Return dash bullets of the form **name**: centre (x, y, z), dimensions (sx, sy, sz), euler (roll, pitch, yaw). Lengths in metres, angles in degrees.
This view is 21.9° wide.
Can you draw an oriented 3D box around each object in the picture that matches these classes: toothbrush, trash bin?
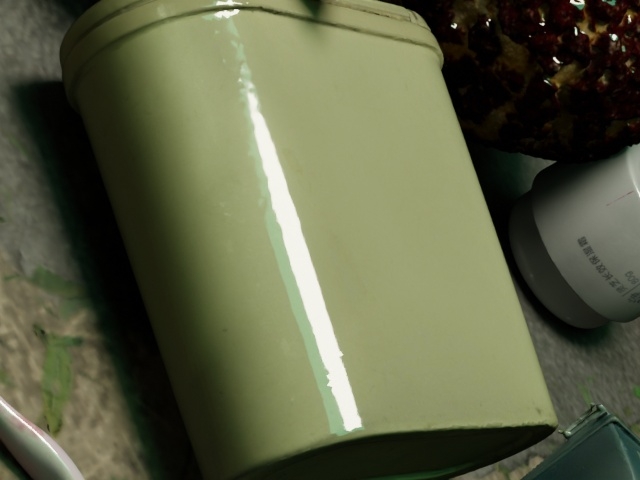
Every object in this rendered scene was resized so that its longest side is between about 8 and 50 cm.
- **toothbrush**: centre (-0.106, 0.111, 0.703), dimensions (0.269, 0.021, 0.027), euler (57, 39, 2)
- **trash bin**: centre (0.000, 0.000, 0.846), dimensions (0.243, 0.121, 0.247), euler (5, 60, -49)

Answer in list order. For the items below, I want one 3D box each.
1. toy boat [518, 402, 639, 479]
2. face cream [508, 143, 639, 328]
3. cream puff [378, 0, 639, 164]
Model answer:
- **toy boat**: centre (0.199, 0.206, 0.910), dimensions (0.296, 0.114, 0.122), euler (41, 18, -31)
- **face cream**: centre (0.191, -0.006, 1.093), dimensions (0.117, 0.104, 0.117), euler (33, 39, -32)
- **cream puff**: centre (0.126, -0.138, 1.035), dimensions (0.239, 0.165, 0.239), euler (18, 7, -3)
